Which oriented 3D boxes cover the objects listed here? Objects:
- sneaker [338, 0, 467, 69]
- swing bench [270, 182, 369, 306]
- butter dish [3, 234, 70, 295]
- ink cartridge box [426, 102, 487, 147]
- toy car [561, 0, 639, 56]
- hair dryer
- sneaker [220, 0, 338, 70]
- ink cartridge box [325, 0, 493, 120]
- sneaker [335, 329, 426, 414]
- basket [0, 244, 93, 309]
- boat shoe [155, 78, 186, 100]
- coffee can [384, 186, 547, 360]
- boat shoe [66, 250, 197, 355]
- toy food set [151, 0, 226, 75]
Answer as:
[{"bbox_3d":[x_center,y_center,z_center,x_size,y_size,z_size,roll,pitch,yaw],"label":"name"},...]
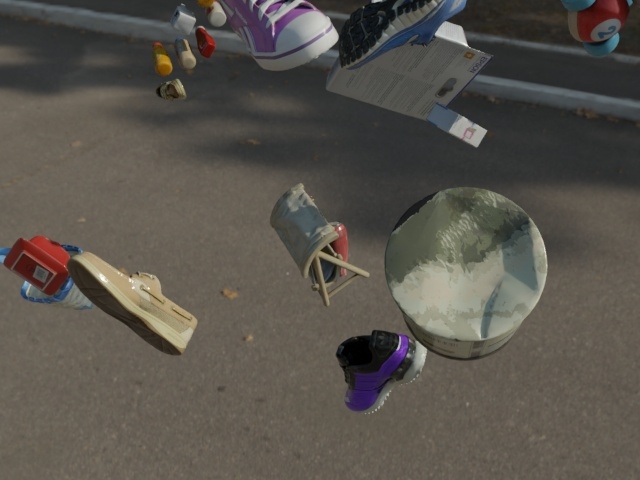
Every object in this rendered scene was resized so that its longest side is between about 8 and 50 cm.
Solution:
[{"bbox_3d":[0.176,-0.458,1.383,0.147,0.330,0.129,17,61,-44],"label":"sneaker"},{"bbox_3d":[-0.021,0.012,1.876,0.165,0.254,0.253,-36,47,3],"label":"swing bench"},{"bbox_3d":[-0.753,0.048,1.732,0.160,0.160,0.118,39,39,-14],"label":"butter dish"},{"bbox_3d":[0.333,-0.282,1.550,0.122,0.052,0.088,18,19,-41],"label":"ink cartridge box"},{"bbox_3d":[0.646,-0.502,1.281,0.238,0.210,0.219,18,-5,41],"label":"toy car"},{"bbox_3d":[0.000,0.000,2.172,0.293,0.223,0.080,50,43,7],"label":"hair dryer"},{"bbox_3d":[-0.087,-0.330,0.846,0.102,0.161,0.282,-37,40,-9],"label":"sneaker"},{"bbox_3d":[0.220,-0.455,1.648,0.330,0.324,0.071,13,66,-16],"label":"ink cartridge box"},{"bbox_3d":[0.091,0.262,1.319,0.146,0.293,0.102,23,49,-10],"label":"sneaker"},{"bbox_3d":[-0.851,0.099,1.987,0.255,0.289,0.201,1,65,30],"label":"basket"},{"bbox_3d":[-0.349,-0.344,1.470,0.045,0.050,0.135,-28,20,-20],"label":"boat shoe"},{"bbox_3d":[0.207,0.062,0.918,0.202,0.201,0.275,14,-12,15],"label":"coffee can"},{"bbox_3d":[-0.419,0.126,1.431,0.122,0.341,0.110,-5,46,42],"label":"boat shoe"},{"bbox_3d":[-0.303,-0.494,1.471,0.111,0.232,0.104,11,39,-37],"label":"toy food set"}]
